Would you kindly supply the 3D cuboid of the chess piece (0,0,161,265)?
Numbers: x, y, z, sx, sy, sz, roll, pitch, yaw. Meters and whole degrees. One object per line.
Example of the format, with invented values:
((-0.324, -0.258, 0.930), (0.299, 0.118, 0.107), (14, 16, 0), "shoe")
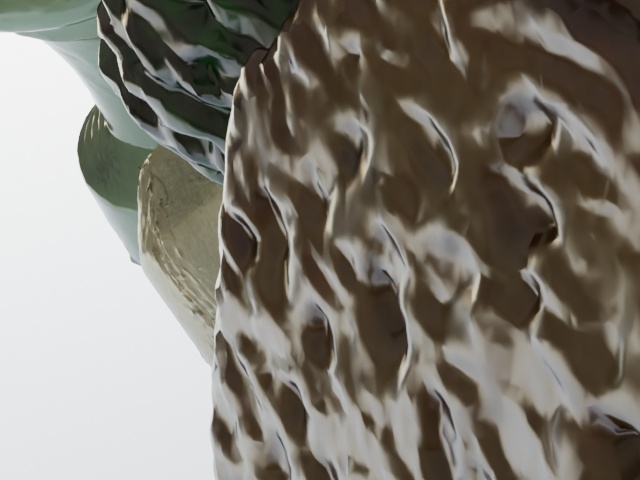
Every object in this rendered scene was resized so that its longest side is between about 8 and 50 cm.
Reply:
((-0.100, -0.114, 1.042), (0.194, 0.299, 0.194), (-9, -130, 11), "chess piece")

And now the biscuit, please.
((0.052, 0.084, 0.499), (0.046, 0.359, 0.359), (-10, -157, -25), "biscuit")

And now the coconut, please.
((-0.002, 0.001, 0.967), (0.161, 0.162, 0.161), (-34, 172, -5), "coconut")

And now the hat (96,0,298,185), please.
((0.098, -0.103, 0.701), (0.332, 0.274, 0.242), (24, -129, 10), "hat")
